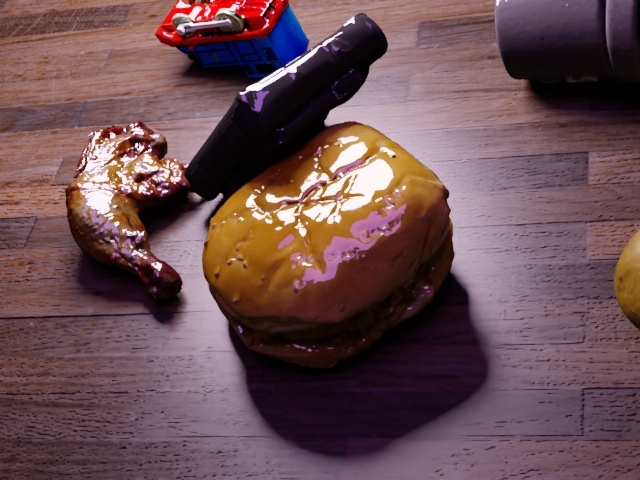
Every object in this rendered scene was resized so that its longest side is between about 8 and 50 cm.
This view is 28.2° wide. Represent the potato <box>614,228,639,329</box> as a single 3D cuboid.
[{"bbox_3d":[0.385,0.039,1.329,0.158,0.178,0.203,-5,57,37],"label":"potato"}]

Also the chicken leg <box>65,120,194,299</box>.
[{"bbox_3d":[-0.244,-0.044,1.677,0.177,0.083,0.322,6,43,3],"label":"chicken leg"}]

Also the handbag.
[{"bbox_3d":[-0.042,-0.159,1.615,0.244,0.275,0.088,-40,87,-28],"label":"handbag"}]

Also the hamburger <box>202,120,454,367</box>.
[{"bbox_3d":[0.000,0.000,1.491,0.318,0.158,0.319,-14,43,13],"label":"hamburger"}]

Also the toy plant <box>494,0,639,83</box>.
[{"bbox_3d":[0.437,-0.291,1.624,0.400,0.279,0.185,0,89,25],"label":"toy plant"}]

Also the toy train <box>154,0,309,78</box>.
[{"bbox_3d":[-0.131,-0.303,1.872,0.204,0.131,0.083,2,51,36],"label":"toy train"}]
